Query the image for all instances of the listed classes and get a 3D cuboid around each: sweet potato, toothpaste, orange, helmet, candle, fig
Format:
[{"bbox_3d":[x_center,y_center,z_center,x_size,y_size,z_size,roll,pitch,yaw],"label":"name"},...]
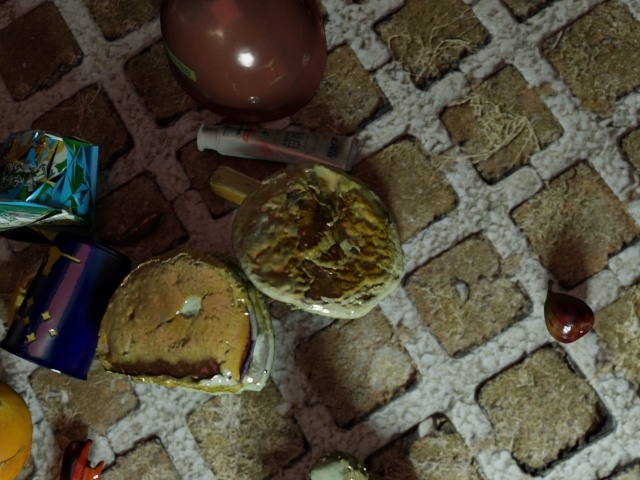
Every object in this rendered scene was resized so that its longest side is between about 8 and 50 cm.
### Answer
[{"bbox_3d":[-0.386,-0.019,1.733,0.153,0.038,0.041,-26,51,12],"label":"sweet potato"},{"bbox_3d":[-0.088,-0.192,1.708,0.323,0.066,0.100,7,48,10],"label":"toothpaste"},{"bbox_3d":[-0.667,0.370,1.588,0.240,0.240,0.239,-2,76,10],"label":"orange"},{"bbox_3d":[-0.177,-0.445,1.702,0.338,0.230,0.385,-34,72,0],"label":"helmet"},{"bbox_3d":[-0.483,0.531,1.606,0.084,0.059,0.301,6,75,24],"label":"candle"},{"bbox_3d":[0.437,0.125,1.533,0.089,0.089,0.125,-34,52,1],"label":"fig"}]

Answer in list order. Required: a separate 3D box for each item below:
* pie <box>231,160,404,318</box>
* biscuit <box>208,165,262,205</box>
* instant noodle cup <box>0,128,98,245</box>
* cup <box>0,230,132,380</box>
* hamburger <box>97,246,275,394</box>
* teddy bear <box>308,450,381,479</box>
[{"bbox_3d":[0.000,0.000,1.584,0.339,0.077,0.339,4,62,-8],"label":"pie"},{"bbox_3d":[-0.136,-0.095,1.699,0.188,0.052,0.056,25,66,15],"label":"biscuit"},{"bbox_3d":[-0.560,-0.109,1.698,0.240,0.240,0.178,0,69,10],"label":"instant noodle cup"},{"bbox_3d":[-0.528,0.111,1.655,0.255,0.178,0.256,19,78,13],"label":"cup"},{"bbox_3d":[-0.242,0.150,1.570,0.318,0.195,0.276,7,83,17],"label":"hamburger"},{"bbox_3d":[0.027,0.513,1.469,0.267,0.156,0.256,41,81,-13],"label":"teddy bear"}]
